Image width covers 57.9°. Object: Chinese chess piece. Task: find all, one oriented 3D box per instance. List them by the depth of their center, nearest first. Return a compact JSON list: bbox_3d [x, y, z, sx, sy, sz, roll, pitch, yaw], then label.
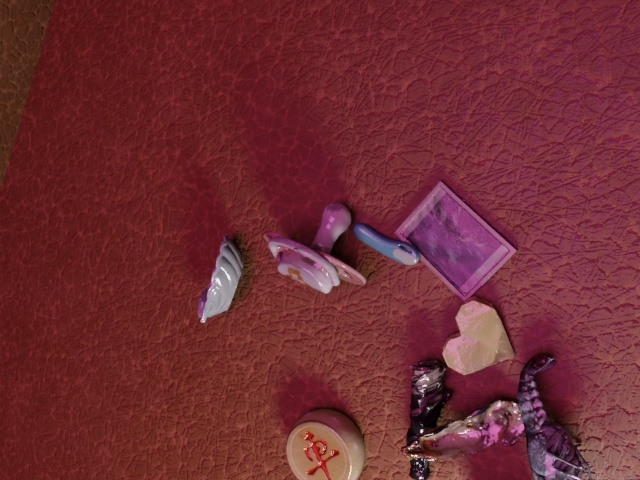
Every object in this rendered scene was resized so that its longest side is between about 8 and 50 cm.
[{"bbox_3d":[0.013,0.641,1.763,0.251,0.097,0.250,3,97,28],"label":"Chinese chess piece"}]

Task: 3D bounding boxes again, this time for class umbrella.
[{"bbox_3d":[0.296,0.505,1.599,0.106,0.113,0.357,18,110,53],"label":"umbrella"}]

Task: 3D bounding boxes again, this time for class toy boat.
[{"bbox_3d":[-0.316,0.127,1.866,0.100,0.199,0.290,20,106,-9],"label":"toy boat"}]

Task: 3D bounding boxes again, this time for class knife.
[{"bbox_3d":[0.185,0.008,1.651,0.222,0.031,0.064,29,121,28],"label":"knife"}]

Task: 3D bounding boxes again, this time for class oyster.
[{"bbox_3d":[0.376,0.501,1.519,0.345,0.078,0.128,-19,106,3],"label":"oyster"}]

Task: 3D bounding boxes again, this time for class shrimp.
[{"bbox_3d":[0.568,0.488,1.400,0.166,0.221,0.410,-21,70,5],"label":"shrimp"}]

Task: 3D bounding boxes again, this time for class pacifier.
[{"bbox_3d":[-0.009,0.031,1.663,0.332,0.273,0.220,23,133,23],"label":"pacifier"}]

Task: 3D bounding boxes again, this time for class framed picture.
[{"bbox_3d":[0.359,0.002,1.568,0.281,0.019,0.209,45,113,18],"label":"framed picture"}]

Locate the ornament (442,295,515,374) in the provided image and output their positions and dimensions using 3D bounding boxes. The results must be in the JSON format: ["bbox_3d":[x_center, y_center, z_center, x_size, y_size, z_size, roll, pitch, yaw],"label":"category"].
[{"bbox_3d":[0.431,0.265,1.534,0.180,0.059,0.201,23,103,13],"label":"ornament"}]
